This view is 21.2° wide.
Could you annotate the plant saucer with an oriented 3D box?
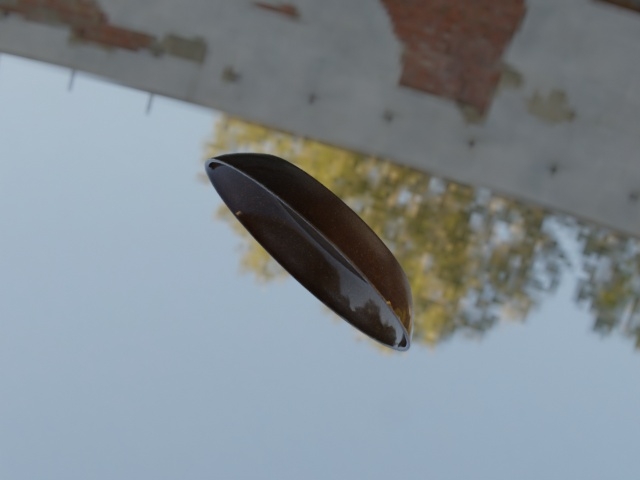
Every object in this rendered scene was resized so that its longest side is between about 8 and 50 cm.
[{"bbox_3d":[0.000,0.000,1.226,0.198,0.036,0.198,41,169,9],"label":"plant saucer"}]
